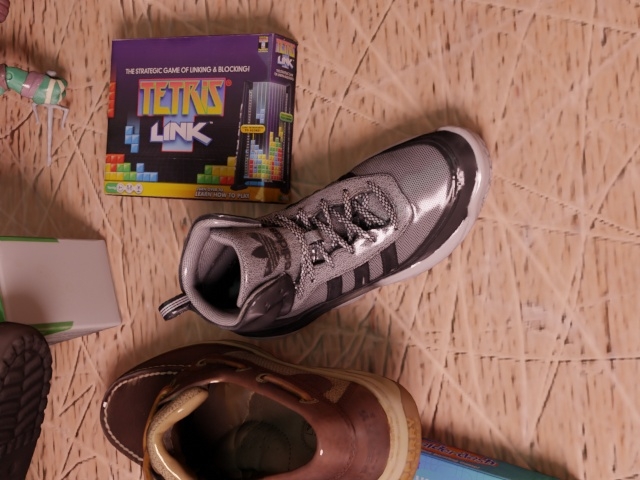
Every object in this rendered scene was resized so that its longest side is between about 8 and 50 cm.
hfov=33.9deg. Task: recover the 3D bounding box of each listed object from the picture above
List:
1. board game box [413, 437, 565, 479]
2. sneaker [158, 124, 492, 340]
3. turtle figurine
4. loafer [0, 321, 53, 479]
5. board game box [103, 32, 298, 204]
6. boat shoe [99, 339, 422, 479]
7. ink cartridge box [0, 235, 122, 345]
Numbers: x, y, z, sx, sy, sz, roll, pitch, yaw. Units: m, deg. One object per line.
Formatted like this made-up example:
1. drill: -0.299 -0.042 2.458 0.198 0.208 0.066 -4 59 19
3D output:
1. board game box: 0.081 0.238 0.810 0.210 0.047 0.160 13 95 28
2. sneaker: 0.000 0.000 0.796 0.268 0.153 0.101 -33 75 24
3. turtle figurine: -0.326 -0.153 0.998 0.175 0.118 0.234 0 84 28
4. loafer: -0.320 0.227 0.847 0.130 0.134 0.366 18 94 15
5. board game box: -0.106 -0.105 0.912 0.170 0.048 0.141 3 92 28
6. boat shoe: -0.086 0.143 0.824 0.342 0.123 0.123 1 87 45
7. ink cartridge box: -0.314 0.064 0.962 0.208 0.153 0.087 -17 81 26
